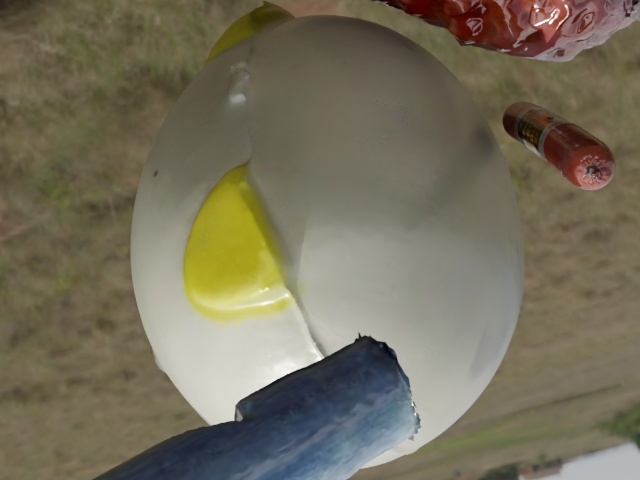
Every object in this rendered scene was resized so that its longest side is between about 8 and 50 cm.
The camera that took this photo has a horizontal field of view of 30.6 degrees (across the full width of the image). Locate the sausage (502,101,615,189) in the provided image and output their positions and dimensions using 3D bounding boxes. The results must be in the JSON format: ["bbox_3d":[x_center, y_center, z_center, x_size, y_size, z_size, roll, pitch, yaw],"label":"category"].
[{"bbox_3d":[0.159,-0.070,0.805,0.034,0.034,0.253,-15,-167,1],"label":"sausage"}]

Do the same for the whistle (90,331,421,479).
[{"bbox_3d":[-0.092,0.132,0.512,0.304,0.062,0.062,-26,172,-23],"label":"whistle"}]

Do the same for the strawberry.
[{"bbox_3d":[0.115,-0.239,0.941,0.336,0.149,0.265,17,-137,33],"label":"strawberry"}]

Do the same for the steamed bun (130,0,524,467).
[{"bbox_3d":[0.006,-0.003,0.935,0.334,0.374,0.334,-2,131,-2],"label":"steamed bun"}]
